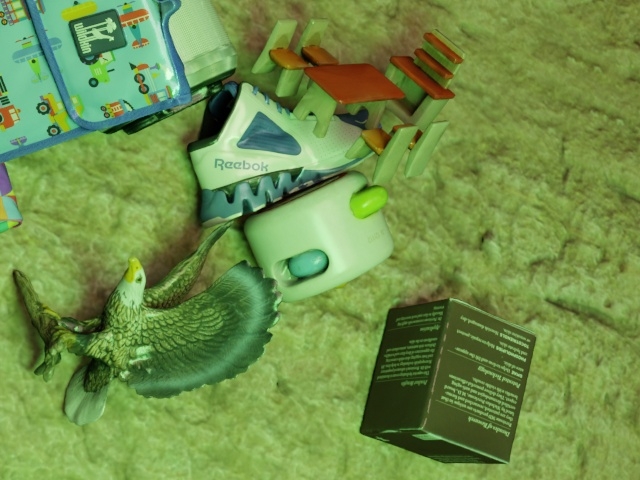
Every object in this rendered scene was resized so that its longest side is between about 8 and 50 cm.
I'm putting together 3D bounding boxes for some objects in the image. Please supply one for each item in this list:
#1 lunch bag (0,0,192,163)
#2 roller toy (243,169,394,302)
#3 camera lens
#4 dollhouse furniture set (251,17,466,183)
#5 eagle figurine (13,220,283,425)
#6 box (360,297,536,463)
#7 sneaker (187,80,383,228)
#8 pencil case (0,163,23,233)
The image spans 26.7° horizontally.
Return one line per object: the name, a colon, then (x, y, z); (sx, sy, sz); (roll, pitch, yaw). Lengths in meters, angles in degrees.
lunch bag: (-0.296, -0.242, 1.645); (0.138, 0.293, 0.221); (-46, 119, -67)
roller toy: (0.000, 0.000, 1.911); (0.191, 0.209, 0.146); (-26, 96, -16)
camera lens: (-0.254, -0.293, 1.792); (0.219, 0.219, 0.274); (-30, 97, -30)
dollhouse furniture set: (0.081, -0.224, 1.908); (0.262, 0.135, 0.259); (44, 32, 24)
eagle figurine: (-0.219, 0.097, 1.745); (0.298, 0.225, 0.226); (-10, 76, -24)
box: (0.189, 0.211, 1.997); (0.167, 0.168, 0.203); (23, 72, -26)
sneaker: (-0.062, -0.157, 1.935); (0.315, 0.127, 0.182); (-26, 98, -29)
pencil case: (-0.451, -0.119, 1.720); (0.104, 0.104, 0.236); (-16, 91, -31)
